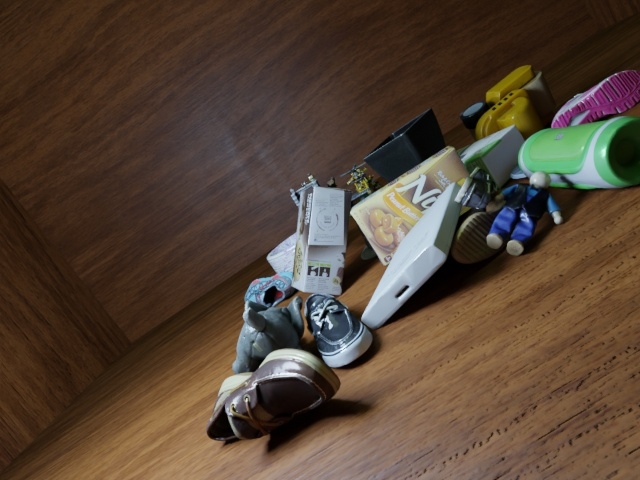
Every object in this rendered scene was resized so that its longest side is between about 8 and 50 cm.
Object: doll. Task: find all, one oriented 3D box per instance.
[{"bbox_3d":[0.390,-0.057,0.815,0.129,0.046,0.189,22,64,30],"label":"doll"}]

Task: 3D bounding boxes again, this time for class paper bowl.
[{"bbox_3d":[-0.058,0.046,1.700,0.284,0.148,0.284,-33,8,6],"label":"paper bowl"}]

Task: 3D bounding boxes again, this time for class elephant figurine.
[{"bbox_3d":[-0.099,0.193,0.936,0.186,0.169,0.239,-59,9,22],"label":"elephant figurine"}]

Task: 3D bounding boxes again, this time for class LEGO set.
[{"bbox_3d":[0.043,-0.175,1.499,0.331,0.192,0.255,-27,13,19],"label":"LEGO set"}]

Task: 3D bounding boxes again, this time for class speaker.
[{"bbox_3d":[0.518,-0.171,0.858,0.131,0.131,0.296,-34,9,3],"label":"speaker"}]

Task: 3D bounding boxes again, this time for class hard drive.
[{"bbox_3d":[0.216,0.021,0.952,0.233,0.047,0.353,-55,-3,34],"label":"hard drive"}]

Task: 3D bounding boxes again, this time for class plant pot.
[{"bbox_3d":[0.282,-0.264,1.333,0.188,0.167,0.187,-44,11,-36],"label":"plant pot"}]

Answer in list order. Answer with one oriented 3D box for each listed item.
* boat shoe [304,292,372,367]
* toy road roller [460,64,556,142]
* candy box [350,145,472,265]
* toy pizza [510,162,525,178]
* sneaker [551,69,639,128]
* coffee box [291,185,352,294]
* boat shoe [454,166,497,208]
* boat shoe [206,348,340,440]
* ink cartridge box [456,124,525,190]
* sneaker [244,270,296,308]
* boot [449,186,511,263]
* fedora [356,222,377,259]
[{"bbox_3d":[0.021,0.171,0.911,0.108,0.102,0.301,-35,9,-4],"label":"boat shoe"},{"bbox_3d":[0.655,-0.406,1.410,0.329,0.203,0.240,-40,21,-2],"label":"toy road roller"},{"bbox_3d":[0.261,-0.092,1.169,0.316,0.183,0.087,-32,10,16],"label":"candy box"},{"bbox_3d":[0.589,-0.209,1.104,0.201,0.032,0.201,-34,8,5],"label":"toy pizza"},{"bbox_3d":[0.746,-0.375,1.182,0.252,0.103,0.111,-30,11,19],"label":"sneaker"},{"bbox_3d":[0.000,0.000,1.268,0.118,0.298,0.168,6,-1,-15],"label":"coffee box"},{"bbox_3d":[0.338,-0.106,0.916,0.206,0.064,0.075,-30,-33,-59],"label":"boat shoe"},{"bbox_3d":[-0.100,0.285,0.735,0.342,0.123,0.123,-31,17,43],"label":"boat shoe"},{"bbox_3d":[0.463,-0.216,1.319,0.198,0.115,0.272,-39,10,-27],"label":"ink cartridge box"},{"bbox_3d":[-0.202,0.195,1.586,0.261,0.104,0.125,-28,13,34],"label":"sneaker"},{"bbox_3d":[0.327,-0.014,0.944,0.248,0.090,0.207,-40,-2,-23],"label":"boot"},{"bbox_3d":[0.215,-0.067,1.397,0.275,0.124,0.244,-33,9,9],"label":"fedora"}]
